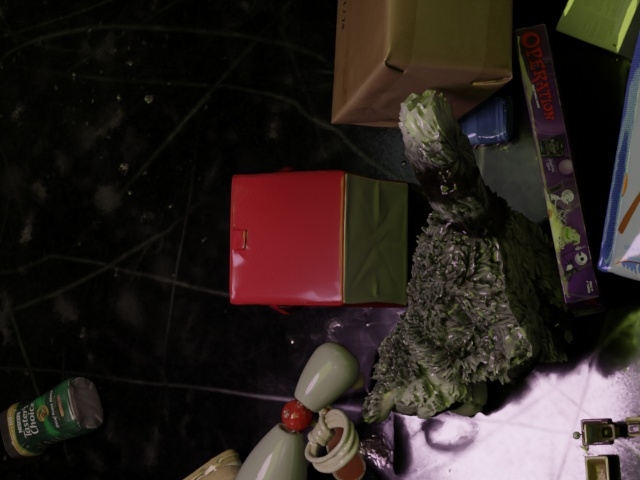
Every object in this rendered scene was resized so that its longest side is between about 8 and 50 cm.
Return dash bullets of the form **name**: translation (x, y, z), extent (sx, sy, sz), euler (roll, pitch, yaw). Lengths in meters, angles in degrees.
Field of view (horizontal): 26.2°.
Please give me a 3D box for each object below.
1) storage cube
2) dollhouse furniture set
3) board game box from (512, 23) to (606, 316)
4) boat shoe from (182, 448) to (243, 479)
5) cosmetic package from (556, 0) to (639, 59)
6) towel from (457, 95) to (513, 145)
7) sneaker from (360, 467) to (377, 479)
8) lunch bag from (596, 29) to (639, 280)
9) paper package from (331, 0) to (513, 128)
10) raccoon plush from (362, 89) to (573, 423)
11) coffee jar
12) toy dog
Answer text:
- **storage cube**: translation (0.000, 0.000, 1.967), extent (0.193, 0.184, 0.215), euler (0, 86, 33)
- **dollhouse furniture set**: translation (0.365, 0.286, 1.763), extent (0.091, 0.081, 0.114), euler (-7, 83, 33)
- **board game box**: translation (0.307, -0.083, 1.755), extent (0.056, 0.208, 0.346), euler (-11, 80, 8)
- **boat shoe**: translation (-0.226, 0.422, 2.144), extent (0.285, 0.104, 0.089), euler (-28, 67, 18)
- **cosmetic package**: translation (0.406, -0.366, 1.798), extent (0.099, 0.060, 0.239), euler (29, 102, 33)
- **towel**: translation (0.214, -0.166, 1.930), extent (0.119, 0.029, 0.067), euler (-2, 85, 33)
- **sneaker**: translation (0.061, 0.385, 1.978), extent (0.058, 0.052, 0.135), euler (-39, 66, 30)
- **lunch bag**: translation (0.532, -0.126, 1.595), extent (0.328, 0.239, 0.385), euler (11, 100, 35)
- **paper package**: translation (0.132, -0.333, 1.811), extent (0.309, 0.168, 0.324), euler (141, 132, -74)
- **raccoon plush**: translation (0.135, 0.039, 1.826), extent (0.299, 0.216, 0.446), euler (-20, 96, 31)
- **coffee jar**: translation (-0.457, 0.301, 2.311), extent (0.184, 0.079, 0.096), euler (-26, 73, 30)
- **toy dog**: translation (-0.020, 0.320, 1.974), extent (0.333, 0.161, 0.220), euler (-45, 39, 25)
